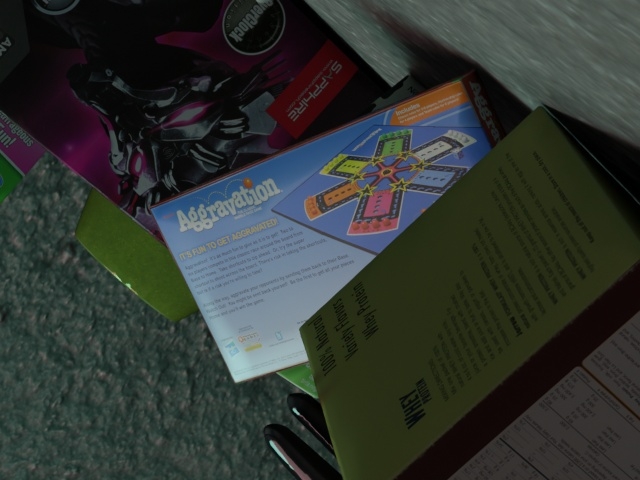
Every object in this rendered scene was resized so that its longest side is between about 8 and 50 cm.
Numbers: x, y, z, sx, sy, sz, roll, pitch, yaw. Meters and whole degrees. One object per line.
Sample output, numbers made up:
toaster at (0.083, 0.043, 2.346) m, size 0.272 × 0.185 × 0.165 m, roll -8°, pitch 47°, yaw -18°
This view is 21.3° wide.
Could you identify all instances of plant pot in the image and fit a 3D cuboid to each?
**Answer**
plant pot at (-0.097, -0.071, 1.692) m, size 0.275 × 0.293 × 0.275 m, roll 41°, pitch 179°, yaw 1°

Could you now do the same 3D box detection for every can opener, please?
can opener at (0.042, 0.159, 0.993) m, size 0.186 × 0.059 × 0.073 m, roll 48°, pitch 141°, yaw -5°

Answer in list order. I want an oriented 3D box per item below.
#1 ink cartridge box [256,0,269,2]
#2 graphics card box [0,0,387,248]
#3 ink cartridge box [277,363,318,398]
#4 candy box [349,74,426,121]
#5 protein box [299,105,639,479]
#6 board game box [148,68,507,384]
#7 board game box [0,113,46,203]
ink cartridge box at (-0.071, -0.237, 0.837) m, size 0.232 × 0.066 × 0.189 m, roll 62°, pitch 180°, yaw 0°
graphics card box at (-0.119, -0.136, 1.432) m, size 0.371 × 0.233 × 0.094 m, roll 42°, pitch -177°, yaw -31°
ink cartridge box at (0.000, 0.000, 1.855) m, size 0.115 × 0.273 × 0.198 m, roll 38°, pitch -178°, yaw -46°
candy box at (0.057, -0.007, 1.262) m, size 0.165 × 0.196 × 0.070 m, roll 40°, pitch 148°, yaw 15°
protein box at (0.117, 0.069, 0.955) m, size 0.136 × 0.201 × 0.200 m, roll 41°, pitch -167°, yaw -25°
board game box at (0.018, -0.001, 1.141) m, size 0.027 × 0.281 × 0.145 m, roll -36°, pitch -77°, yaw -51°
board game box at (-0.290, -0.226, 1.570) m, size 0.242 × 0.316 × 0.064 m, roll 41°, pitch 179°, yaw -19°
